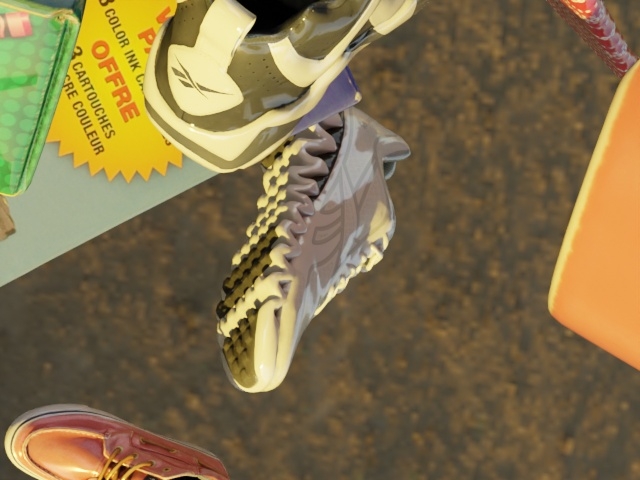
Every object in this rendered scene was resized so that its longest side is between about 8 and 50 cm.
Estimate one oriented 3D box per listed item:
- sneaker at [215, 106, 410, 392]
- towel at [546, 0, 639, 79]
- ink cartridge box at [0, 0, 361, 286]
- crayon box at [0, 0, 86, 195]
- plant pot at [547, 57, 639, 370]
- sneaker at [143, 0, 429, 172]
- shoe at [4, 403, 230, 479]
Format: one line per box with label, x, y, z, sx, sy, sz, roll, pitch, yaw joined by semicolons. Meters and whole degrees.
sneaker;0.000;0.000;1.436;0.118;0.110;0.292;28;54;-16
towel;0.126;-0.208;1.166;0.031;0.199;0.275;-41;153;7
ink cartridge box;-0.163;-0.133;0.954;0.395;0.151;0.270;-30;103;-19
crayon box;-0.209;-0.128;0.582;0.165;0.278;0.081;-87;-164;-48
plant pot;0.232;-0.017;0.682;0.275;0.243;0.275;20;90;-80
sneaker;0.012;-0.148;0.785;0.235;0.094;0.153;-46;175;-19
shoe;-0.143;0.171;1.343;0.178;0.081;0.063;17;95;-22
